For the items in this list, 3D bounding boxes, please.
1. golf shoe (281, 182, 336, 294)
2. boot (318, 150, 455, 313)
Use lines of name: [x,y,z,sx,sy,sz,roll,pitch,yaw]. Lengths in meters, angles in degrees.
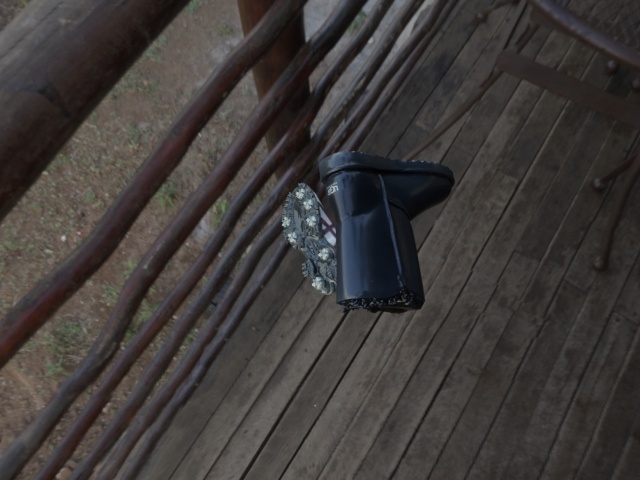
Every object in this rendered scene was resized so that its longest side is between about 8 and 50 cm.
golf shoe: [0.000,0.000,1.095,0.105,0.120,0.273,-36,60,28]
boot: [0.108,-0.005,0.689,0.246,0.094,0.207,1,75,-40]
